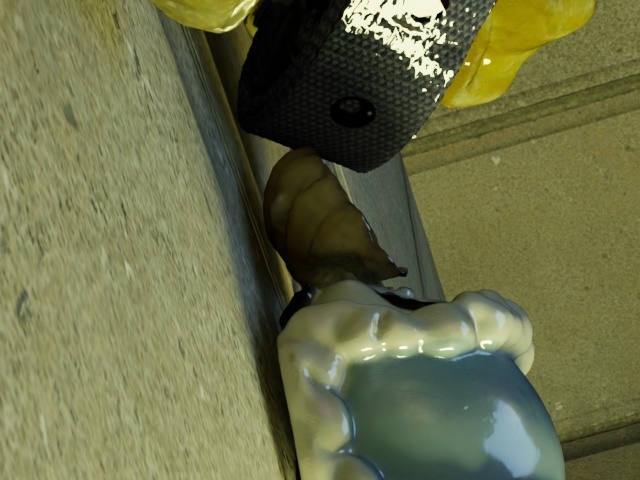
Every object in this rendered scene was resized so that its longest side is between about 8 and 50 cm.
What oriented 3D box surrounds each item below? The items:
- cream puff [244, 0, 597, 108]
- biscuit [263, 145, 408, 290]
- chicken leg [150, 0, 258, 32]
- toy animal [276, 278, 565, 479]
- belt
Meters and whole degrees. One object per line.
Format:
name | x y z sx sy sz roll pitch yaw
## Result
cream puff | 0.055 -0.223 1.357 0.274 0.323 0.270 64 26 3
biscuit | 0.000 0.000 1.211 0.118 0.061 0.183 56 -4 9
chicken leg | -0.011 -0.195 0.743 0.152 0.201 0.429 40 -23 0
toy animal | 0.065 0.118 1.104 0.208 0.156 0.204 70 10 -66
belt | 0.045 -0.151 1.211 0.230 0.126 0.140 -58 -155 30
